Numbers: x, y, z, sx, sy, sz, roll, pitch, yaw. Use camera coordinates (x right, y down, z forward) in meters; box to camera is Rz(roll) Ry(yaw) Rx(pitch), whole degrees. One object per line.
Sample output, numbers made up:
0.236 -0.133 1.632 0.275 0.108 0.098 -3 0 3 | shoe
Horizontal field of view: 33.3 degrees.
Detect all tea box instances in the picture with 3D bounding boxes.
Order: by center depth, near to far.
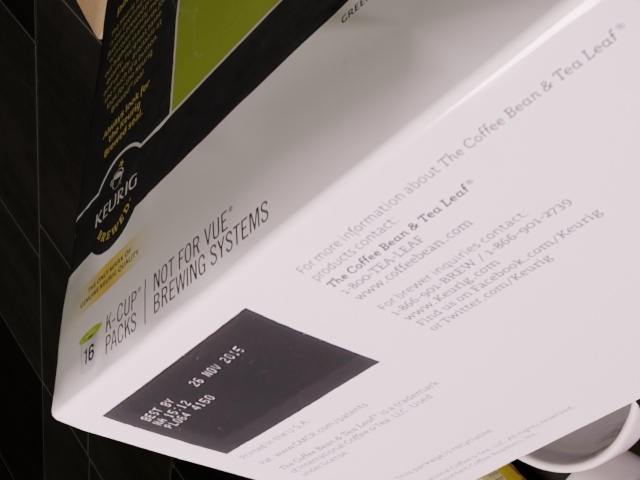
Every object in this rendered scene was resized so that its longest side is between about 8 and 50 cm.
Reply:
0.055 -0.086 0.521 0.329 0.220 0.323 -37 42 40 | tea box

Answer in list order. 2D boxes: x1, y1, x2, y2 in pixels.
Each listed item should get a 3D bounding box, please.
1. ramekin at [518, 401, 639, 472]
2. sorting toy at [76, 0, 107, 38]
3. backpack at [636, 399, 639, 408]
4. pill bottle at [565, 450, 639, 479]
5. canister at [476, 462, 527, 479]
0.167 0.040 0.718 0.207 0.109 0.207 33 132 46 | ramekin
-0.222 -0.394 1.118 0.255 0.089 0.257 60 147 18 | sorting toy
0.246 0.053 0.527 0.152 0.182 0.115 -106 20 -52 | backpack
0.252 0.232 0.665 0.229 0.131 0.131 34 133 46 | pill bottle
0.126 0.225 0.920 0.170 0.073 0.126 47 141 37 | canister
